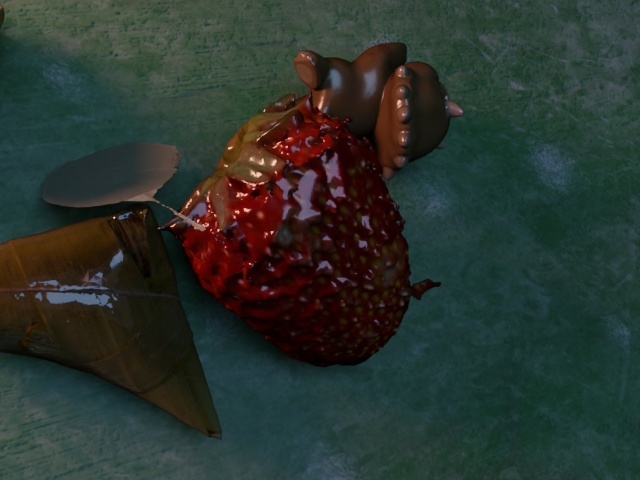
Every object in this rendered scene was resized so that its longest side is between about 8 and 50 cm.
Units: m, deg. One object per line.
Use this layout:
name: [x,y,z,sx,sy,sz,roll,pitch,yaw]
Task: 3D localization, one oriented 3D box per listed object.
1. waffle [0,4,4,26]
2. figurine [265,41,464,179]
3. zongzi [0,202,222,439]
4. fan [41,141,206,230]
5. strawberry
waffle: [-0.554,-0.253,0.803,0.376,0.114,0.261,18,27,-17]
figurine: [0.079,-0.176,1.091,0.247,0.177,0.173,-8,60,-37]
zongzi: [-0.277,0.132,0.867,0.273,0.145,0.300,-17,84,-24]
fan: [-0.215,-0.059,0.890,0.182,0.310,0.010,-27,126,-28]
strawberry: [0.001,0.000,0.952,0.343,0.292,0.292,39,64,-16]
